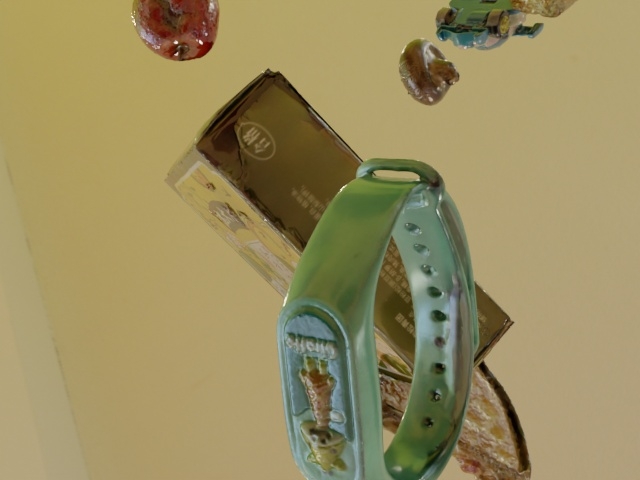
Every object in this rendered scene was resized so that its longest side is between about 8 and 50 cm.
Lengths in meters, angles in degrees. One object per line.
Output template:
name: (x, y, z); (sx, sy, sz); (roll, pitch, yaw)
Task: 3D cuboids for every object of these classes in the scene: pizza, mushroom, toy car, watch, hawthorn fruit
pizza: (0.304, -0.366, 1.141); (0.161, 0.062, 0.182); (12, -127, 50)
mushroom: (0.181, -0.284, 1.453); (0.109, 0.085, 0.126); (39, -145, 11)
toy car: (0.246, -0.309, 1.239); (0.126, 0.098, 0.161); (13, -128, 38)
pizza: (0.197, 0.279, 1.269); (0.288, 0.074, 0.251); (-8, -134, -41)
watch: (0.050, 0.065, 0.590); (0.068, 0.237, 0.195); (5, -157, 34)
hawthorn fruit: (-0.137, -0.214, 0.824); (0.093, 0.093, 0.093); (-7, -121, 11)

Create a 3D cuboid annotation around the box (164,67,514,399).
box: (0.000, 0.000, 1.117); (0.420, 0.373, 0.138); (45, -101, -10)
